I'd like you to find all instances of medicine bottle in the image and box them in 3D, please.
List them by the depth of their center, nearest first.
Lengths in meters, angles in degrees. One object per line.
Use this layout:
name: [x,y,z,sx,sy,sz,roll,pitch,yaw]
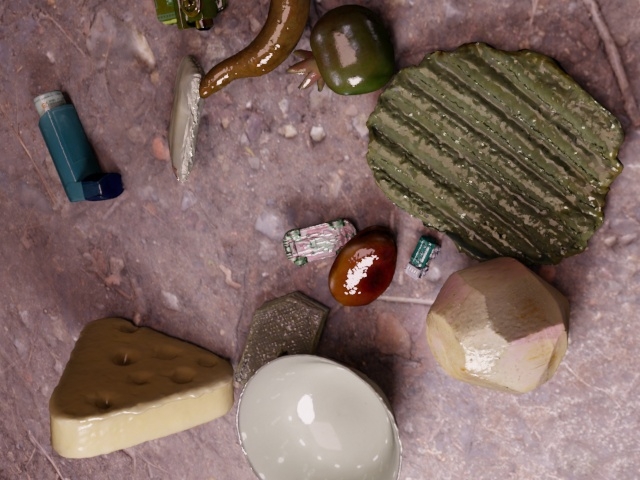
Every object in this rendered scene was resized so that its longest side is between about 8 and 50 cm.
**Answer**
medicine bottle: [-0.516,-0.192,1.863,0.124,0.079,0.258,-21,93,36]

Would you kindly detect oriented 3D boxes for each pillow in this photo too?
pillow: [-0.257,-0.234,1.699,0.128,0.050,0.229,-129,45,-60]

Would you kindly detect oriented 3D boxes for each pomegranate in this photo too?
pomegranate: [0.036,-0.310,1.501,0.191,0.131,0.152,-18,96,50]

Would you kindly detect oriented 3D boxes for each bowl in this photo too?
bowl: [0.022,0.344,1.677,0.337,0.157,0.337,8,109,24]

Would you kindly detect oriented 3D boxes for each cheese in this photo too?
cheese: [-0.350,0.296,1.825,0.383,0.384,0.104,16,118,24]

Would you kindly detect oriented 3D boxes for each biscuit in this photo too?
biscuit: [-0.078,0.213,1.761,0.147,0.046,0.250,28,117,20]

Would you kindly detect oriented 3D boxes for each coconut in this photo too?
coconut: [0.296,0.141,1.450,0.197,0.236,0.237,48,130,51]

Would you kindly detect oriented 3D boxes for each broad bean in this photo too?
broad bean: [0.078,0.051,1.602,0.114,0.084,0.165,17,118,0]

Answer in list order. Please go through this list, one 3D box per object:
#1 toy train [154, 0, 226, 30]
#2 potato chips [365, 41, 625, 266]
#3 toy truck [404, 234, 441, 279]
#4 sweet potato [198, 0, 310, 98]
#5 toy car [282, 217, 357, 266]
toy train: [-0.257,-0.494,1.627,0.137,0.090,0.226,0,105,36]
potato chips: [0.276,-0.146,1.443,0.429,0.070,0.358,38,122,14]
toy truck: [0.178,0.029,1.565,0.039,0.044,0.083,33,118,20]
sweet potato: [-0.089,-0.370,1.559,0.108,0.079,0.346,35,113,-6]
toy car: [0.000,0.000,1.647,0.142,0.055,0.069,-13,101,9]
